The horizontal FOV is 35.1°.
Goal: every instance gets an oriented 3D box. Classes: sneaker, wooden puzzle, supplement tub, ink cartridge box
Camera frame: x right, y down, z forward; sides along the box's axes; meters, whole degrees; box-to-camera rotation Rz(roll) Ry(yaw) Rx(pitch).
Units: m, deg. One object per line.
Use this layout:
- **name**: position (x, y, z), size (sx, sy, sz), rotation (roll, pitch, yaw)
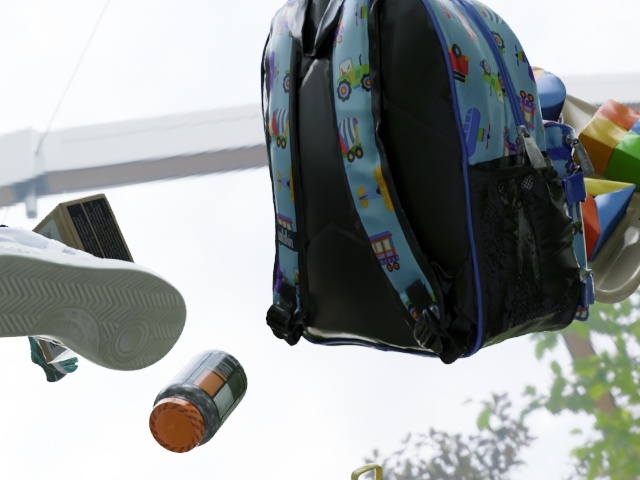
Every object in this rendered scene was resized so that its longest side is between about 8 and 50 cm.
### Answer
- **sneaker**: position (-0.529, 0.199, 1.911), size (0.076, 0.166, 0.065), rotation (-45, -18, 27)
- **wooden puzzle**: position (0.275, -0.103, 1.232), size (0.322, 0.347, 0.081), rotation (-45, -30, -38)
- **sneaker**: position (-0.300, 0.052, 1.147), size (0.350, 0.148, 0.131), rotation (28, -90, -53)
- **supplement tub**: position (-0.203, 0.266, 1.673), size (0.117, 0.190, 0.117), rotation (6, -71, 16)
- **ink cartridge box**: position (-0.380, 0.062, 1.566), size (0.088, 0.193, 0.234), rotation (-16, -12, -43)

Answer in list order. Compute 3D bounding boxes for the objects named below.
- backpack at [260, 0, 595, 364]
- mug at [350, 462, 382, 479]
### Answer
- **backpack**: position (0.043, -0.039, 0.479), size (0.116, 0.158, 0.173), rotation (-11, -86, -34)
- **mug**: position (0.049, 0.273, 1.028), size (0.064, 0.062, 0.078), rotation (-8, -40, -40)
